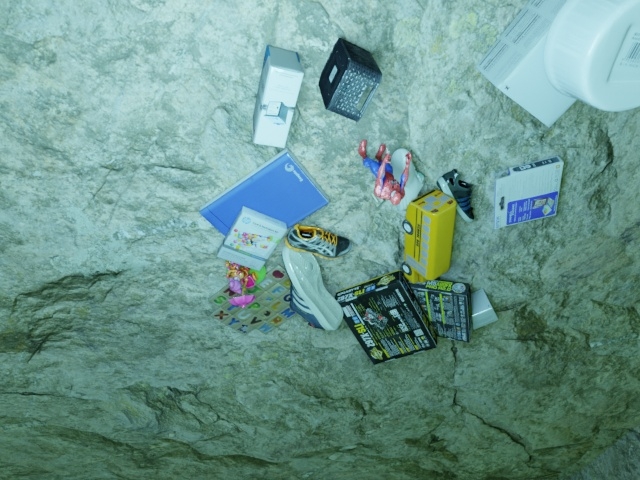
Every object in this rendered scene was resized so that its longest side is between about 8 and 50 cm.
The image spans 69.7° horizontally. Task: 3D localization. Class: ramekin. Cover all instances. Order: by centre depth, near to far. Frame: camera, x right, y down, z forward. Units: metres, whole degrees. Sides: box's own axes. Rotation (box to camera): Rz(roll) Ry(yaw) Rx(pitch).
[{"bbox_3d":[0.632,-0.408,0.958,0.277,0.135,0.277,-4,129,-5],"label":"ramekin"}]

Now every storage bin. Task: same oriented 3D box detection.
[{"bbox_3d":[0.063,-0.373,1.064,0.084,0.180,0.122,17,125,-20],"label":"storage bin"}]

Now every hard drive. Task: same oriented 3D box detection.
[{"bbox_3d":[-0.162,-0.105,1.348,0.318,0.040,0.210,-31,127,17],"label":"hard drive"}]

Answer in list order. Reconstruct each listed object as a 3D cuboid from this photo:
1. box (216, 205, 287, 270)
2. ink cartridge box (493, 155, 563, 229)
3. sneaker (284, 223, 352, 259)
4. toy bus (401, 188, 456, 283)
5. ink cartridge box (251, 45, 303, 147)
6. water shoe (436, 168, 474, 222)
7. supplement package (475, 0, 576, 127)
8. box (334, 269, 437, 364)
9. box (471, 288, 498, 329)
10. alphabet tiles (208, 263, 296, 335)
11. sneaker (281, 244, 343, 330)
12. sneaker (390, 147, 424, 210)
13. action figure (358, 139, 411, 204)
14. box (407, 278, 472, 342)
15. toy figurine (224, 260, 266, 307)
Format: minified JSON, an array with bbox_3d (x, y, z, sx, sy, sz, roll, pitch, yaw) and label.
[{"bbox_3d":[-0.206,-0.001,1.377,0.145,0.038,0.186,22,123,-24],"label":"box"},{"bbox_3d":[0.634,-0.144,1.429,0.208,0.045,0.206,-14,131,2],"label":"ink cartridge box"},{"bbox_3d":[0.000,0.000,1.424,0.214,0.084,0.083,7,141,-13],"label":"sneaker"},{"bbox_3d":[0.336,0.005,1.434,0.108,0.130,0.333,-29,134,-23],"label":"toy bus"},{"bbox_3d":[-0.107,-0.340,1.093,0.082,0.140,0.191,6,129,-16],"label":"ink cartridge box"},{"bbox_3d":[0.433,-0.131,1.393,0.080,0.073,0.203,-36,126,18],"label":"water shoe"},{"bbox_3d":[0.553,-0.448,1.096,0.203,0.145,0.262,24,123,-25],"label":"supplement package"},{"bbox_3d":[0.236,0.281,1.634,0.257,0.079,0.322,-22,115,24],"label":"box"},{"bbox_3d":[0.592,0.258,1.724,0.101,0.102,0.087,-27,130,16],"label":"box"},{"bbox_3d":[-0.213,0.219,1.633,0.342,0.011,0.285,-36,125,20],"label":"alphabet tiles"},{"bbox_3d":[-0.063,0.164,1.534,0.148,0.131,0.350,-7,119,40],"label":"sneaker"},{"bbox_3d":[0.259,-0.185,1.332,0.094,0.080,0.212,-19,138,-8],"label":"sneaker"},{"bbox_3d":[0.169,-0.201,1.158,0.091,0.280,0.139,7,129,-15],"label":"action figure"},{"bbox_3d":[0.429,0.248,1.655,0.216,0.060,0.270,7,136,28],"label":"box"},{"bbox_3d":[-0.252,0.129,1.444,0.130,0.159,0.173,-22,123,13],"label":"toy figurine"}]
